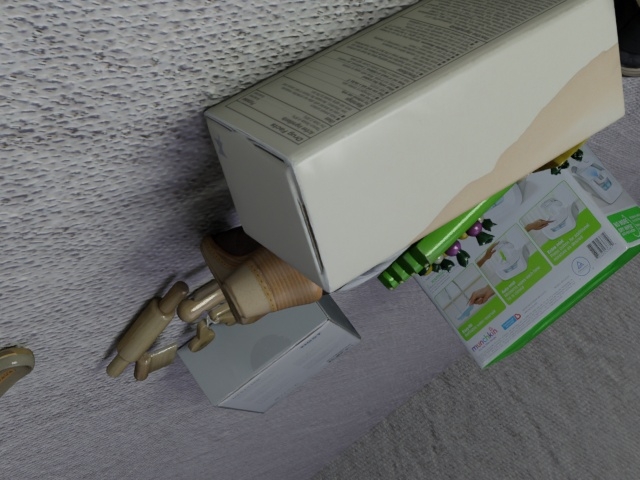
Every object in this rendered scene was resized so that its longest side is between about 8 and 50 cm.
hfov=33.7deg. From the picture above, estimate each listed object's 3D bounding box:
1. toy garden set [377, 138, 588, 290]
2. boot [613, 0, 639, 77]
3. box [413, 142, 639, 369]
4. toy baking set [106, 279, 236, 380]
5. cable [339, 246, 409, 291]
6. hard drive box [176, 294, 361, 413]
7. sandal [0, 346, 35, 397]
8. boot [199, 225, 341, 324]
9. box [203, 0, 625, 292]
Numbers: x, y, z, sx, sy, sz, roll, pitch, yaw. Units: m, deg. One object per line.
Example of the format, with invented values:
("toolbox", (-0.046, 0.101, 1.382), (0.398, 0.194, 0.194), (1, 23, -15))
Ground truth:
("toy garden set", (0.159, -0.028, 1.022), (0.204, 0.049, 0.244), (-43, 177, -9))
("boot", (0.404, -0.278, 0.899), (0.377, 0.138, 0.284), (-30, 178, 11))
("box", (0.247, -0.009, 1.352), (0.126, 0.231, 0.262), (-13, 152, -52))
("toy baking set", (-0.129, 0.068, 1.175), (0.196, 0.030, 0.256), (-21, 157, -49))
("cable", (0.089, -0.054, 1.142), (0.257, 0.089, 0.257), (-41, 168, 2))
("hard drive box", (-0.059, 0.138, 1.393), (0.181, 0.089, 0.232), (-37, 164, 2))
("sandal", (-0.334, 0.168, 0.992), (0.180, 0.049, 0.072), (-39, 163, 8))
("boot", (0.000, 0.000, 0.985), (0.206, 0.090, 0.248), (-27, -169, -8))
("box", (0.081, -0.102, 0.854), (0.311, 0.148, 0.121), (-30, 124, -19))
